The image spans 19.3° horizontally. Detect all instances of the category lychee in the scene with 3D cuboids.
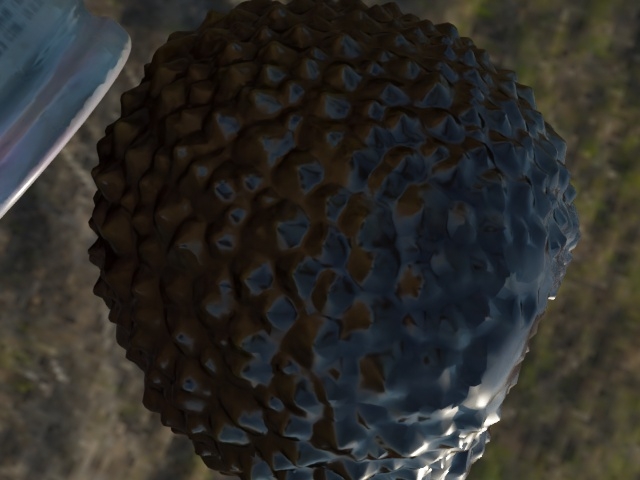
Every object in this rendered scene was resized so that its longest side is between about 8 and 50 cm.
[{"bbox_3d":[0.000,0.000,0.980,0.267,0.267,0.267,-47,148,-42],"label":"lychee"}]

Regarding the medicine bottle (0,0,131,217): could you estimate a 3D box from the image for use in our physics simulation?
[{"bbox_3d":[-0.287,-0.144,1.081,0.202,0.316,0.202,-46,-166,15],"label":"medicine bottle"}]
